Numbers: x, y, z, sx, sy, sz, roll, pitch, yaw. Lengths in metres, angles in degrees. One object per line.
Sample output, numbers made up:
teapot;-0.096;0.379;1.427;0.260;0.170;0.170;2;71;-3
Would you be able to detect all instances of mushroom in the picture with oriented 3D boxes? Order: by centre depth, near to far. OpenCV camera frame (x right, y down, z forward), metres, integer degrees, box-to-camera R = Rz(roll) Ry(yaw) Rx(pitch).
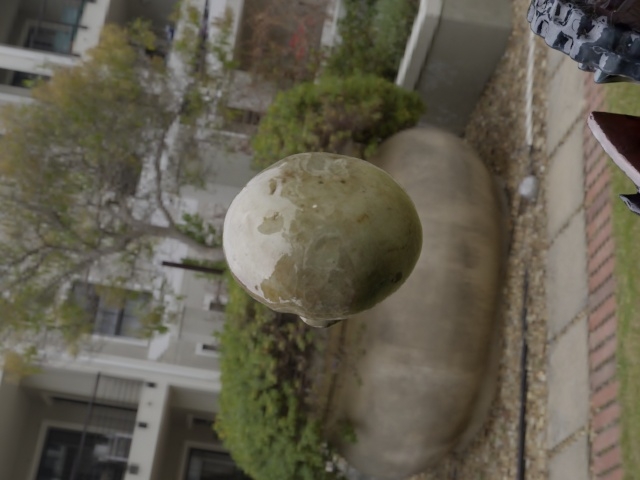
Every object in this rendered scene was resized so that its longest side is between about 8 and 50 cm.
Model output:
mushroom;0.000;0.000;0.754;0.166;0.166;0.127;-85;2;-52

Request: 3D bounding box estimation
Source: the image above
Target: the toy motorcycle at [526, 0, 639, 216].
toy motorcycle;0.157;-0.037;0.280;0.212;0.118;0.084;-119;36;-46
